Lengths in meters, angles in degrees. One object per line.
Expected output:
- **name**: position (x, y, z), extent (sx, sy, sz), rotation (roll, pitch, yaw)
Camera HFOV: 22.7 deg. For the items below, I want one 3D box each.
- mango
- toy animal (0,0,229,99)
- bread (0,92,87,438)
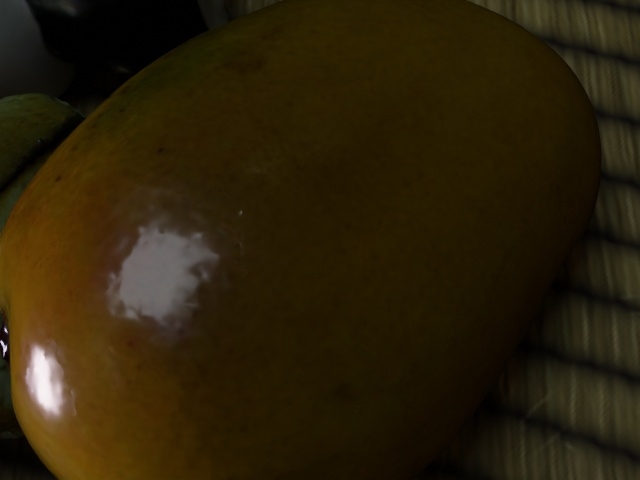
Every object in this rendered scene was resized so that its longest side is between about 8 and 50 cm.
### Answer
- **mango**: position (0.000, 0.000, 0.995), extent (0.446, 0.232, 0.300), rotation (-36, 79, -26)
- **toy animal**: position (-0.206, -0.215, 1.234), extent (0.267, 0.212, 0.212), rotation (-6, 54, 14)
- **bread**: position (-0.213, 0.023, 1.076), extent (0.124, 0.186, 0.257), rotation (-4, 50, 27)
